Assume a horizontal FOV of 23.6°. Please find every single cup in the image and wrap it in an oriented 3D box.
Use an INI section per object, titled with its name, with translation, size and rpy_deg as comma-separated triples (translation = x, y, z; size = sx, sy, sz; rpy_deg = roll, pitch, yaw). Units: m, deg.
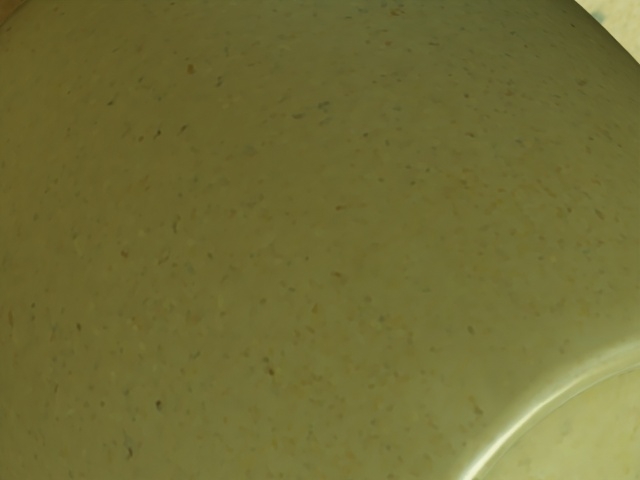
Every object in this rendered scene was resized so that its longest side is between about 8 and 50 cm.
[cup]
translation = 0.037, 0.059, 0.545
size = 0.331, 0.237, 0.331
rpy_deg = -13, 117, -26
